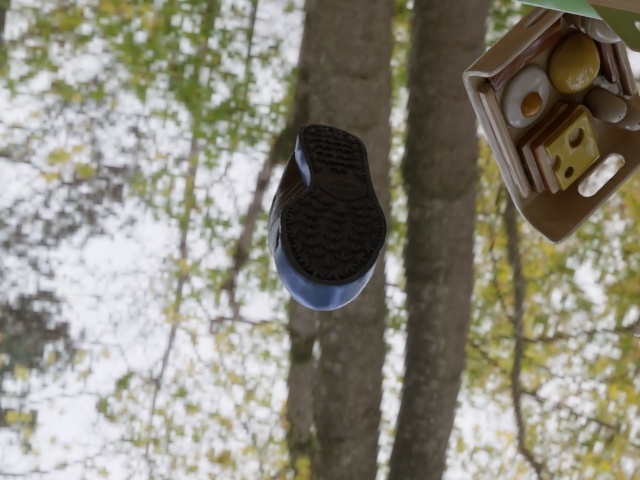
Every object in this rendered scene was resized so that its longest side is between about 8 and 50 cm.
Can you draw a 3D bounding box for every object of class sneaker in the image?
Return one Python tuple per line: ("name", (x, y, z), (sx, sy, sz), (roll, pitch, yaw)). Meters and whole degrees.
("sneaker", (0.000, 0.000, 1.015), (0.081, 0.090, 0.232), (13, -150, -4))

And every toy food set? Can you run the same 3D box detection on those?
("toy food set", (0.299, -0.159, 1.544), (0.220, 0.306, 0.092), (-43, -134, -13))

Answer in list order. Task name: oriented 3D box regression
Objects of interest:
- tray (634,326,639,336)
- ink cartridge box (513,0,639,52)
("tray", (0.575, 0.073, 1.965), (0.270, 0.145, 0.030), (-15, -121, -43))
("ink cartridge box", (0.231, -0.215, 1.162), (0.171, 0.056, 0.235), (0, -131, -44))
